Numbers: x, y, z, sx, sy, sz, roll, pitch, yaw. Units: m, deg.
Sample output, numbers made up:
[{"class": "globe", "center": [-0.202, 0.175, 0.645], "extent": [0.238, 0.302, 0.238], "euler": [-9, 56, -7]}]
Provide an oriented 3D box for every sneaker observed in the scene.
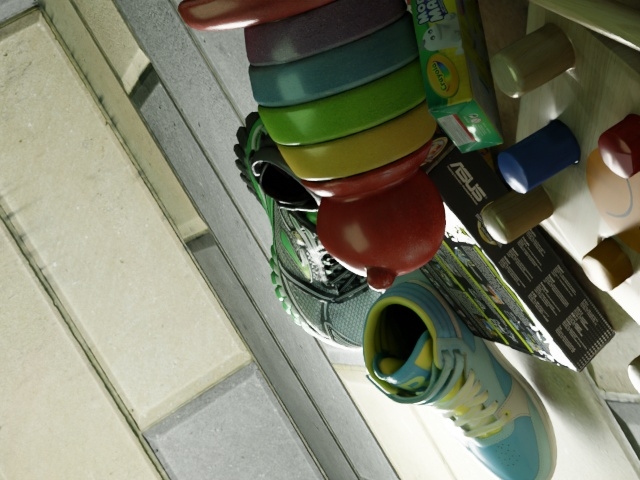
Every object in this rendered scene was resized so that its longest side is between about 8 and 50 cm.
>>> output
[{"class": "sneaker", "center": [0.152, 0.182, 1.354], "extent": [0.319, 0.127, 0.208], "euler": [56, -155, 3]}, {"class": "sneaker", "center": [0.000, 0.000, 1.456], "extent": [0.146, 0.134, 0.344], "euler": [26, 144, 61]}, {"class": "sneaker", "center": [-0.033, -0.116, 1.247], "extent": [0.104, 0.147, 0.295], "euler": [47, 171, -25]}]

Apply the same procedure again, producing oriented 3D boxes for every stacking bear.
[{"class": "stacking bear", "center": [0.025, -0.102, 0.996], "extent": [0.164, 0.175, 0.289], "euler": [-7, 112, 32]}]

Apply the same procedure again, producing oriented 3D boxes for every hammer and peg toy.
[{"class": "hammer and peg toy", "center": [0.229, -0.070, 0.821], "extent": [0.266, 0.127, 0.361], "euler": [50, 162, 32]}]

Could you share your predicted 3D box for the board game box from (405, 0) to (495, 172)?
[{"class": "board game box", "center": [0.108, -0.166, 1.169], "extent": [0.124, 0.039, 0.259], "euler": [38, 158, 51]}]

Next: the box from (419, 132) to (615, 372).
[{"class": "box", "center": [0.155, 0.006, 1.201], "extent": [0.270, 0.060, 0.216], "euler": [49, 167, -19]}]

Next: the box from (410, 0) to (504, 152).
[{"class": "box", "center": [0.108, -0.174, 0.960], "extent": [0.105, 0.043, 0.179], "euler": [36, -135, -62]}]

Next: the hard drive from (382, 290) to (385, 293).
[{"class": "hard drive", "center": [0.047, -0.027, 1.585], "extent": [0.318, 0.040, 0.210], "euler": [32, 149, 57]}]
